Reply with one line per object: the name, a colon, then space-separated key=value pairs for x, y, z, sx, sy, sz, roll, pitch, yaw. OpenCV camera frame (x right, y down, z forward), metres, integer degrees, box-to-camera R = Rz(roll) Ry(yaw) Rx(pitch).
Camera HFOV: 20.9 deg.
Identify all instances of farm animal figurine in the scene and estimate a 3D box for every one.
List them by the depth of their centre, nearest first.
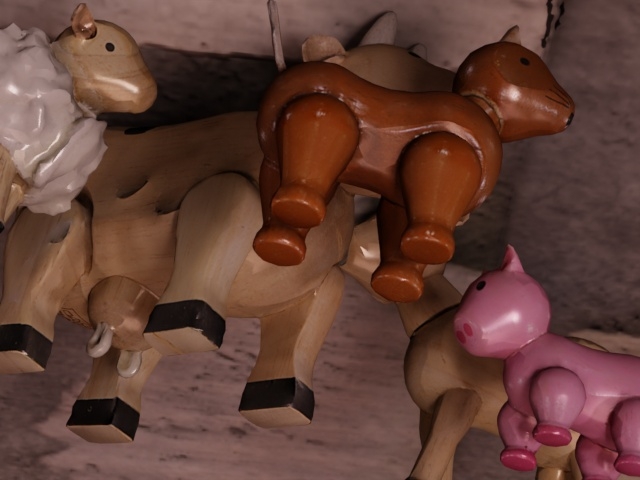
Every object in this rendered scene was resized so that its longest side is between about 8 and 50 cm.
farm animal figurine: x=0.000 y=0.000 z=0.766 sx=0.326 sy=0.172 sz=0.330 roll=2 pitch=147 yaw=19
